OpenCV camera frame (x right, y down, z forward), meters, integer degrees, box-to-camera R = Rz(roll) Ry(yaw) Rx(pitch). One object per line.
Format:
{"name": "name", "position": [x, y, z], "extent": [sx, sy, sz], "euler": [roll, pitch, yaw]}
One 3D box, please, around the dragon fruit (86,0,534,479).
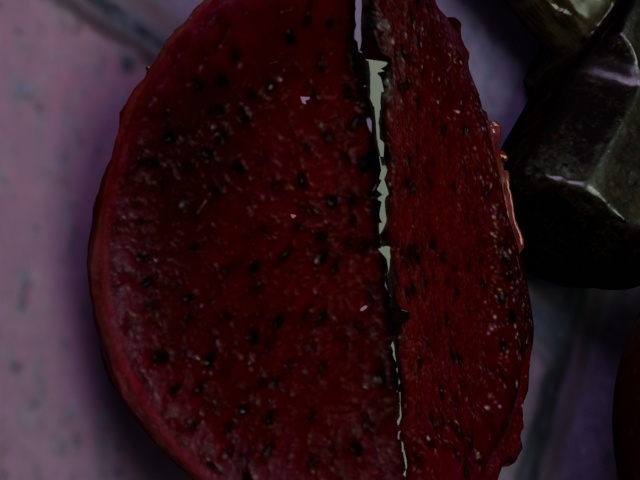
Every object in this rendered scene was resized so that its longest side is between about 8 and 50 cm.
{"name": "dragon fruit", "position": [0.000, 0.000, 0.659], "extent": [0.189, 0.163, 0.261], "euler": [-2, 82, -3]}

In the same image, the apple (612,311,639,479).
{"name": "apple", "position": [0.255, 0.092, 0.765], "extent": [0.218, 0.201, 0.218], "euler": [15, 68, -42]}

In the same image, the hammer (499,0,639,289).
{"name": "hammer", "position": [0.063, -0.188, 0.785], "extent": [0.409, 0.095, 0.242], "euler": [43, 57, -18]}
